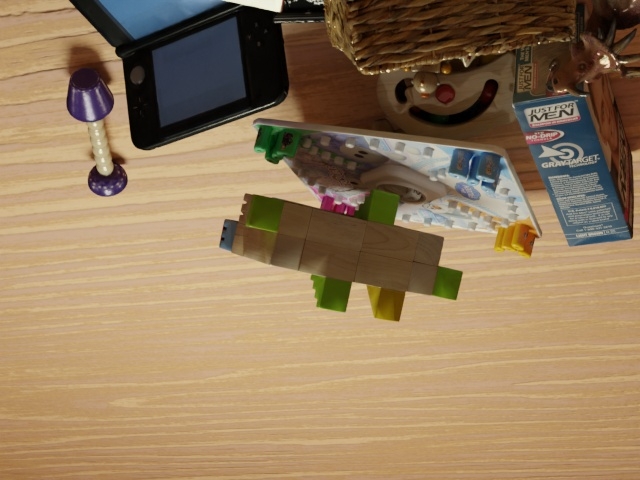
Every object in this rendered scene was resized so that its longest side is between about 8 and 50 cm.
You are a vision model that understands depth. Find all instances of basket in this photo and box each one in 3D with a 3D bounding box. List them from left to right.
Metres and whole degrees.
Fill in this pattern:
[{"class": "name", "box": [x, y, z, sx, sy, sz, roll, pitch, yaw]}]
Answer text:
[{"class": "basket", "box": [0.153, -0.351, 1.637, 0.299, 0.223, 0.213, -11, 109, -5]}]

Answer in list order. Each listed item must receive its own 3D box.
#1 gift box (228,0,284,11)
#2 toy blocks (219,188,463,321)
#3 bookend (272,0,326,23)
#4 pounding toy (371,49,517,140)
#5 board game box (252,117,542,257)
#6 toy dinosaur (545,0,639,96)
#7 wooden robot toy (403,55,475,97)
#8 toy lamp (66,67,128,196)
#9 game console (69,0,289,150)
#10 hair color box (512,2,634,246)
[{"class": "gift box", "box": [-0.142, -0.437, 1.507, 0.258, 0.276, 0.255, 12, 141, -2]}, {"class": "toy blocks", "box": [0.000, 0.000, 2.018, 0.381, 0.191, 0.261, 12, -178, -29]}, {"class": "bookend", "box": [0.001, -0.376, 1.731, 0.156, 0.072, 0.157, 1, 145, 12]}, {"class": "pounding toy", "box": [0.179, -0.234, 1.903, 0.269, 0.155, 0.154, -20, 109, 23]}, {"class": "board game box", "box": [0.128, -0.076, 2.005, 0.390, 0.050, 0.390, 8, 165, 21]}, {"class": "toy dinosaur", "box": [0.407, -0.313, 1.613, 0.127, 0.200, 0.296, 16, 145, -9]}, {"class": "wooden robot toy", "box": [0.138, -0.239, 1.786, 0.173, 0.076, 0.079, 5, 106, 15]}, {"class": "toy lamp", "box": [-0.371, -0.179, 2.104, 0.080, 0.080, 0.275, 7, 146, 2]}, {"class": "game console", "box": [-0.218, -0.292, 1.829, 0.293, 0.250, 0.173, -16, 165, 32]}, {"class": "hair color box", "box": [0.377, -0.160, 1.868, 0.105, 0.174, 0.347, -8, 143, 22]}]
